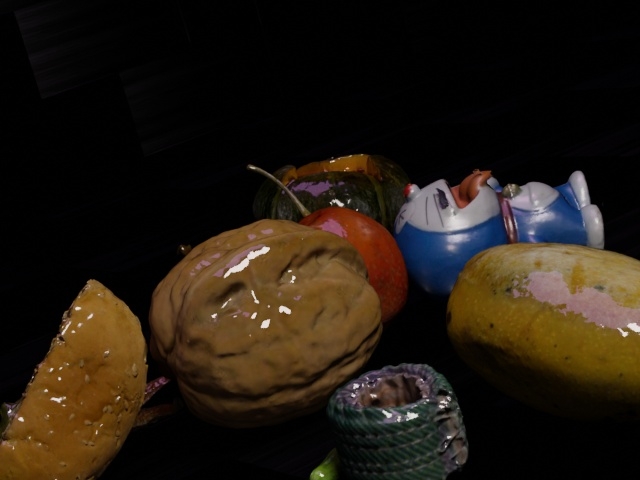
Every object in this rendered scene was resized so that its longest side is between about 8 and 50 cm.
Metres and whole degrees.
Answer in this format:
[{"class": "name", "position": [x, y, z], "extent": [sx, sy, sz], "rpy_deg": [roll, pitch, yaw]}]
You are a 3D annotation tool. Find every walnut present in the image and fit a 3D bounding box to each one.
[{"class": "walnut", "position": [-0.055, 0.084, 1.926], "extent": [0.257, 0.257, 0.224], "rpy_deg": [-22, 47, -26]}]

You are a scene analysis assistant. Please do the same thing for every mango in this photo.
[{"class": "mango", "position": [0.269, 0.095, 1.659], "extent": [0.329, 0.175, 0.176], "rpy_deg": [23, 69, 40]}]

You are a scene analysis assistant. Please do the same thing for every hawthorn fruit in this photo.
[{"class": "hawthorn fruit", "position": [0.000, 0.000, 2.157], "extent": [0.165, 0.165, 0.285], "rpy_deg": [-18, 56, -9]}]

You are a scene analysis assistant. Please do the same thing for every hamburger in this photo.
[{"class": "hamburger", "position": [-0.263, 0.178, 1.877], "extent": [0.262, 0.131, 0.124], "rpy_deg": [-60, -5, -13]}]

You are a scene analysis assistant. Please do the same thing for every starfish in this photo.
[{"class": "starfish", "position": [-0.270, 0.215, 2.030], "extent": [0.247, 0.050, 0.138], "rpy_deg": [-22, 13, 2]}]

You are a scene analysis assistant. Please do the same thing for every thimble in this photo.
[{"class": "thimble", "position": [0.071, 0.177, 1.667], "extent": [0.118, 0.090, 0.135], "rpy_deg": [-22, 16, -18]}]

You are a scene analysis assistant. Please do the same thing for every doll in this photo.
[{"class": "doll", "position": [0.215, -0.013, 2.167], "extent": [0.256, 0.161, 0.215], "rpy_deg": [-14, 28, 0]}]

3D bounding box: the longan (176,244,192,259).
[{"class": "longan", "position": [-0.124, 0.069, 2.191], "extent": [0.145, 0.176, 0.155], "rpy_deg": [-29, 31, 29]}]

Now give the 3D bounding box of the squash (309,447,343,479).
[{"class": "squash", "position": [0.011, 0.219, 1.708], "extent": [0.027, 0.027, 0.089], "rpy_deg": [-11, 10, 19]}]

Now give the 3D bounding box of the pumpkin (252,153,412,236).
[{"class": "pumpkin", "position": [0.022, -0.033, 2.481], "extent": [0.238, 0.159, 0.238], "rpy_deg": [-8, 16, 2]}]
